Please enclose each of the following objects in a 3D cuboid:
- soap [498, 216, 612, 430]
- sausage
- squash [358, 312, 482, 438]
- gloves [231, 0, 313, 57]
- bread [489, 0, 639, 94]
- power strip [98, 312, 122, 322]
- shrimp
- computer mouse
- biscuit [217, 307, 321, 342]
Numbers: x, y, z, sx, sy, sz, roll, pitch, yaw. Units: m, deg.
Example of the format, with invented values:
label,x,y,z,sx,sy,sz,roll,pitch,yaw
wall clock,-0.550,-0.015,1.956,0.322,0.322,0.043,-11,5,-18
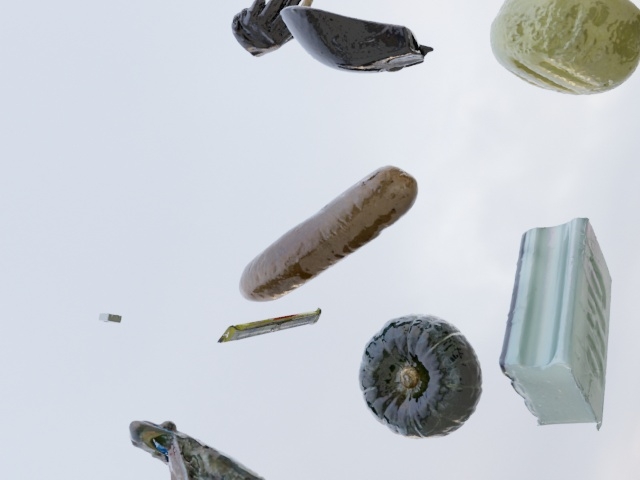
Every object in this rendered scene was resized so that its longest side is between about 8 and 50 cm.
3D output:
label,x,y,z,sx,sy,sz,roll,pitch,yaw
soap,0.311,0.103,0.954,0.150,0.094,0.261,52,-139,-30
sausage,-0.001,0.002,1.617,0.123,0.501,0.136,48,-154,-14
squash,0.199,0.274,1.501,0.165,0.252,0.252,17,-91,-53
gloves,-0.091,-0.479,1.616,0.129,0.181,0.106,52,-154,-18
bread,0.527,-0.438,1.598,0.321,0.321,0.237,-1,-60,-60
power strip,-0.405,0.149,1.436,0.027,0.083,0.017,16,-103,-28
shrimp,-0.251,0.536,1.611,0.221,0.446,0.109,-27,-39,-48
computer mouse,0.057,-0.326,1.261,0.147,0.264,0.088,-25,-55,-82
biscuit,-0.094,0.175,1.531,0.292,0.026,0.048,-4,-51,-52
